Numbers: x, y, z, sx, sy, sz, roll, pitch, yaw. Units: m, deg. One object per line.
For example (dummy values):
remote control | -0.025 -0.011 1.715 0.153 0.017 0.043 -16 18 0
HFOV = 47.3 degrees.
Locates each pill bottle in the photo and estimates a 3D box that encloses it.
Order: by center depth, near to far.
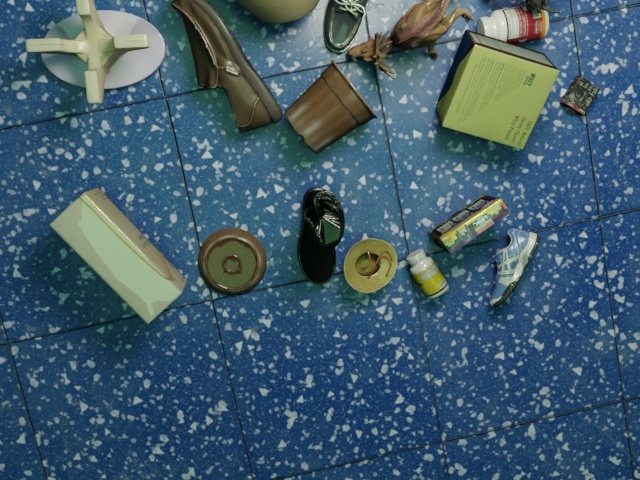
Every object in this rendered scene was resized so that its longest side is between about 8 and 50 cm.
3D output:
pill bottle | 0.450 -0.504 1.717 0.152 0.086 0.086 -11 100 -3
pill bottle | 0.261 0.081 1.803 0.065 0.065 0.116 -33 100 1

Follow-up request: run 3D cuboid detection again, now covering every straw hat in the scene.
straw hat | 0.111 0.056 1.787 0.145 0.061 0.144 -4 101 -22

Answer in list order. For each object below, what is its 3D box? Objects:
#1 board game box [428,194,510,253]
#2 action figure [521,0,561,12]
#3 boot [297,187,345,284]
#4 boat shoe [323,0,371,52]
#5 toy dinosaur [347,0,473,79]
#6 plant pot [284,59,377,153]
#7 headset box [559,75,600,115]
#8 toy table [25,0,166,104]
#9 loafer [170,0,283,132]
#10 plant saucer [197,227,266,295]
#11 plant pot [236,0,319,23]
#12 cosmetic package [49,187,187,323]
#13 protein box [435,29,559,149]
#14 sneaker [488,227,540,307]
board game box | 0.354 -0.041 1.754 0.170 0.141 0.048 -34 100 1
action figure | 0.464 -0.612 1.666 0.164 0.141 0.275 -9 75 -13
boot | 0.000 0.000 1.695 0.094 0.207 0.246 0 100 -5
boat shoe | 0.074 -0.559 1.677 0.095 0.079 0.254 22 96 -8
toy dinosaur | 0.205 -0.462 1.623 0.200 0.296 0.127 -32 90 -29
plant pot | 0.017 -0.296 1.681 0.165 0.167 0.167 -39 100 9
headset box | 0.631 -0.350 1.785 0.062 0.032 0.083 29 96 -8
toy table | -0.491 -0.427 1.608 0.274 0.161 0.252 -15 100 -2
loafer | -0.232 -0.397 1.647 0.130 0.134 0.366 -35 100 1
plant saucer | -0.214 0.054 1.775 0.169 0.029 0.168 -1 98 -6
plant pot | -0.092 -0.586 1.584 0.284 0.284 0.190 -18 127 -2
cosmetic package | -0.458 0.032 1.683 0.113 0.160 0.309 -43 101 2
protein box | 0.400 -0.347 1.682 0.201 0.136 0.199 15 120 -7
sneaker | 0.468 0.067 1.823 0.081 0.080 0.211 27 95 13
